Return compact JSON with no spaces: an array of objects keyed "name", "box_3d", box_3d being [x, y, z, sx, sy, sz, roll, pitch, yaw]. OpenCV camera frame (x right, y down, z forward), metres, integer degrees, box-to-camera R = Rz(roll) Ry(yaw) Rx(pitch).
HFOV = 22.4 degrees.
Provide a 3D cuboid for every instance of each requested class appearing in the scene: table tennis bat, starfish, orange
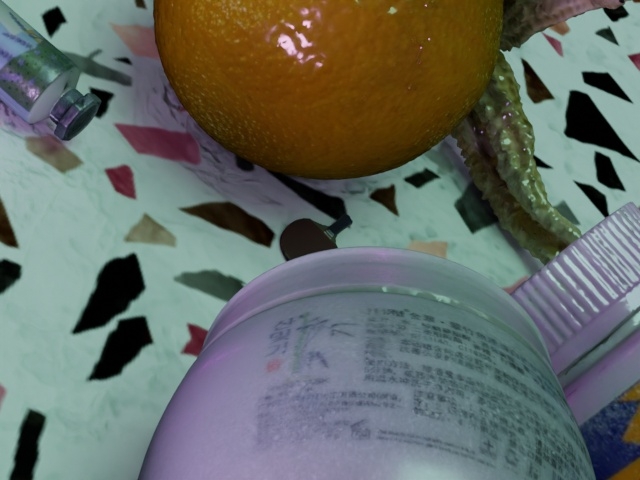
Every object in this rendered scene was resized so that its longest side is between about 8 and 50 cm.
[{"name":"table tennis bat","box_3d":[0.000,0.000,1.266,0.050,0.007,0.083,47,43,5]},{"name":"starfish","box_3d":[0.140,-0.197,1.342,0.082,0.324,0.432,-23,68,-31]},{"name":"orange","box_3d":[0.009,-0.173,1.228,0.274,0.274,0.274,21,45,-23]}]

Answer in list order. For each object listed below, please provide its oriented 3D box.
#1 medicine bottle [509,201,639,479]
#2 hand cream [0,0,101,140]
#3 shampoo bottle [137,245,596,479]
[{"name":"medicine bottle","box_3d":[0.267,0.130,1.238,0.290,0.178,0.178,50,41,8]},{"name":"hand cream","box_3d":[-0.268,-0.166,1.170,0.256,0.055,0.088,40,40,7]},{"name":"shampoo bottle","box_3d":[0.027,0.164,0.949,0.273,0.273,0.266,29,33,-16]}]
